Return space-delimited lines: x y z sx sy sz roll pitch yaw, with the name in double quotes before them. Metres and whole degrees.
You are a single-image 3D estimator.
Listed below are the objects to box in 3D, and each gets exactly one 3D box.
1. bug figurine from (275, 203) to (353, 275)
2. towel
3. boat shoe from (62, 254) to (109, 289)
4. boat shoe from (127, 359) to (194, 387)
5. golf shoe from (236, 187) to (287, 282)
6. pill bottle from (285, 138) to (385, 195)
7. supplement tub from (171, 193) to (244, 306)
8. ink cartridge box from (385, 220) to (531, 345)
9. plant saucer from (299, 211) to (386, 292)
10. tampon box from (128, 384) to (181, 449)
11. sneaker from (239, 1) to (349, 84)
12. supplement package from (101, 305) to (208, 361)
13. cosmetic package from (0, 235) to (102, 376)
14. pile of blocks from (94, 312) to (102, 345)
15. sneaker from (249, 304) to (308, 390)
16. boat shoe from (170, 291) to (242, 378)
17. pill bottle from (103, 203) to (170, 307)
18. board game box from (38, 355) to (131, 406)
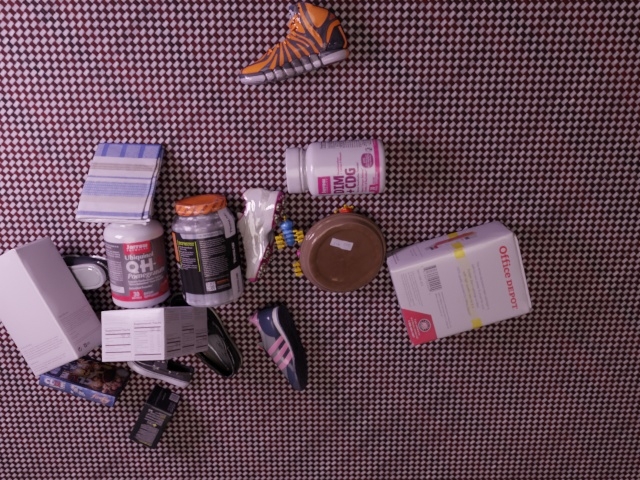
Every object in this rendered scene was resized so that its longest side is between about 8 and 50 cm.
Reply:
"bug figurine" 0.000 0.000 1.713 0.279 0.072 0.216 -11 115 -6
"towel" -0.575 -0.169 1.584 0.209 0.285 0.034 2 148 -2
"boat shoe" -0.799 0.103 1.738 0.303 0.091 0.114 4 112 13
"boat shoe" -0.532 0.425 1.839 0.228 0.080 0.076 30 95 -23
"golf shoe" -0.203 -0.022 1.705 0.140 0.115 0.306 18 104 8
"pill bottle" 0.044 -0.212 1.606 0.283 0.160 0.160 -3 108 1
"supplement tub" -0.345 0.028 1.663 0.194 0.193 0.316 -4 108 1
"ink cartridge box" 0.428 0.132 1.718 0.385 0.160 0.279 -16 108 5
"plant saucer" 0.073 0.047 1.687 0.278 0.041 0.277 -4 114 -9
"tampon box" -0.573 0.611 1.887 0.101 0.120 0.161 27 106 -8
"sneaker" -0.091 -0.554 1.528 0.321 0.124 0.180 -19 103 -6
"supplement package" -0.488 0.273 1.629 0.204 0.262 0.145 -5 83 15
"cosmetic package" -0.839 0.198 1.642 0.197 0.155 0.365 -22 98 21
"pile of blocks" -0.705 0.316 1.796 0.362 0.112 0.149 10 107 -3
"sneaker" -0.137 0.365 1.833 0.131 0.112 0.319 -11 106 21
"boat shoe" -0.384 0.323 1.799 0.127 0.113 0.340 -27 106 9
"pill bottle" -0.565 0.032 1.672 0.176 0.176 0.318 -1 108 0
"board game box" -0.777 0.456 1.814 0.243 0.165 0.042 20 107 -7
